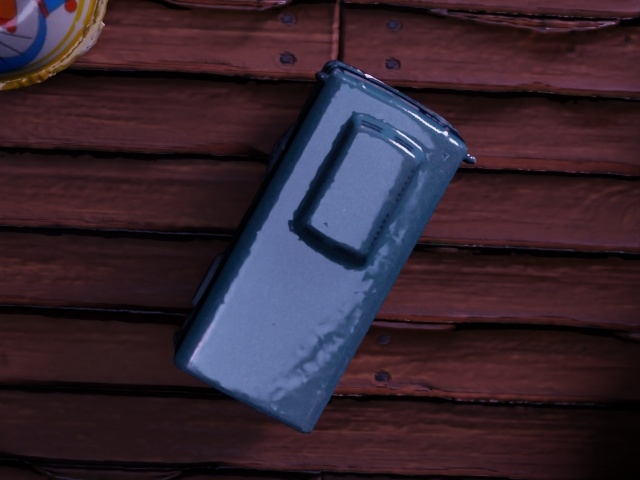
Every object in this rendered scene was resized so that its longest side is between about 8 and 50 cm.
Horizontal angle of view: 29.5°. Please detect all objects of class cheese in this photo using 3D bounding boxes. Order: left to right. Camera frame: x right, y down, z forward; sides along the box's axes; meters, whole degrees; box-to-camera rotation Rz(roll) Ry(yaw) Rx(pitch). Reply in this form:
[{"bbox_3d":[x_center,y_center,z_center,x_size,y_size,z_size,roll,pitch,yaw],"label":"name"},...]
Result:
[{"bbox_3d":[-0.216,-0.221,0.901,0.270,0.069,0.177,-40,96,0],"label":"cheese"}]

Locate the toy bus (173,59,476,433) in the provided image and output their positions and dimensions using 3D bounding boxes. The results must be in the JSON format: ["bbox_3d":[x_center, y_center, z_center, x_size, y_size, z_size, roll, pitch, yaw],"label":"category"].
[{"bbox_3d":[0.000,0.000,0.895,0.128,0.147,0.256,29,93,-7],"label":"toy bus"}]

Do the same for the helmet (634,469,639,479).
[{"bbox_3d":[0.359,0.232,0.894,0.337,0.230,0.385,45,102,-3],"label":"helmet"}]
